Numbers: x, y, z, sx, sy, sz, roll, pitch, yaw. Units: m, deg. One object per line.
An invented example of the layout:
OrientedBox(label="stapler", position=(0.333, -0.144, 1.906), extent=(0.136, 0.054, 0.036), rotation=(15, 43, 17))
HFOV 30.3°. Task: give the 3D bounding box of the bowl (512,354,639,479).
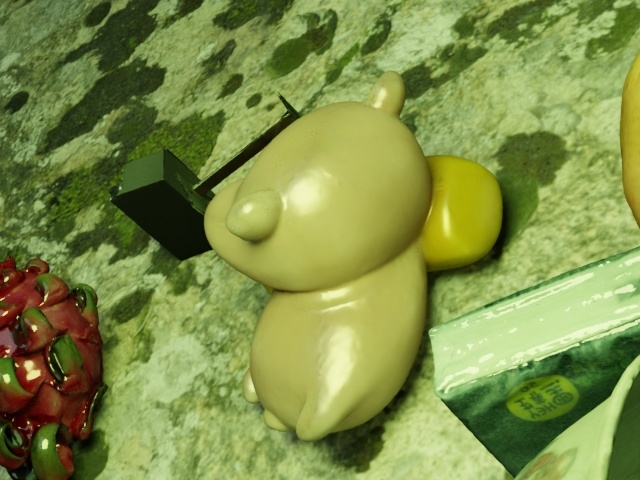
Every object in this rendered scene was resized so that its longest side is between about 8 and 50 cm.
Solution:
OrientedBox(label="bowl", position=(0.173, 0.285, 0.651), extent=(0.196, 0.435, 0.435), rotation=(-20, 46, 34))

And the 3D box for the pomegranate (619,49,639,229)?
OrientedBox(label="pomegranate", position=(0.389, -0.080, 0.880), extent=(0.338, 0.338, 0.338), rotation=(-22, 45, 24))

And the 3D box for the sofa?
OrientedBox(label="sofa", position=(-0.176, -0.045, 1.413), extent=(0.085, 0.147, 0.060), rotation=(-20, 49, 25))

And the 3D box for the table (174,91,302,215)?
OrientedBox(label="table", position=(-0.055, -0.067, 1.327), extent=(0.146, 0.175, 0.062), rotation=(-37, 57, 8))

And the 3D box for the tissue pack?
OrientedBox(label="tissue pack", position=(0.221, 0.121, 0.867), extent=(0.185, 0.257, 0.081), rotation=(-24, 42, 24))

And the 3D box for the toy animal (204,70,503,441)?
OrientedBox(label="toy animal", position=(-0.016, -0.001, 1.170), extent=(0.277, 0.247, 0.345), rotation=(16, 68, 47))

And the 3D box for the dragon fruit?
OrientedBox(label="dragon fruit", position=(-0.338, 0.155, 1.337), extent=(0.218, 0.198, 0.273), rotation=(-46, 31, 40))
